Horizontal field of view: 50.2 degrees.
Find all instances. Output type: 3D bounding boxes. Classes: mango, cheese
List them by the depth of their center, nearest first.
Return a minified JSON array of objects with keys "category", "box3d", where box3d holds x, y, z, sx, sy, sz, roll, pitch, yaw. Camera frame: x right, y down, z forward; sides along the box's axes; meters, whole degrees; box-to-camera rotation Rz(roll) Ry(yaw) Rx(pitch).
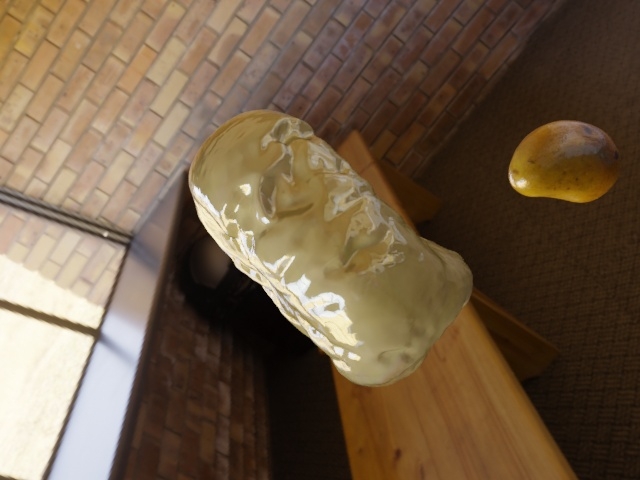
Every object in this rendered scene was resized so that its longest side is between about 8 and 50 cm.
[{"category":"cheese","box3d":[0.000,0.000,0.487,0.117,0.214,0.226,-47,-2,-6]},{"category":"mango","box3d":[0.350,-0.114,0.978,0.090,0.178,0.115,-165,80,-71]}]
